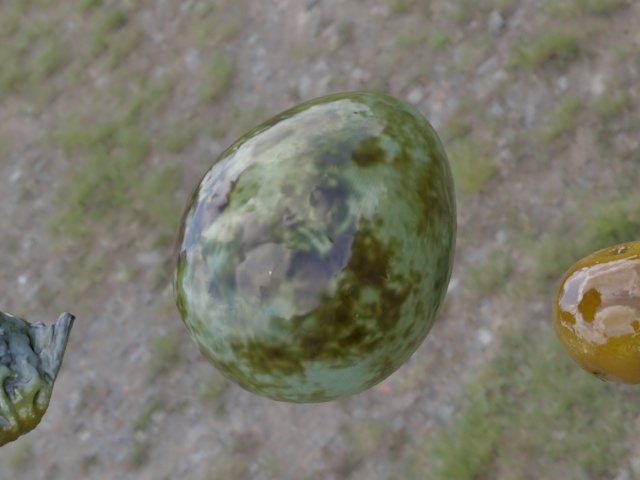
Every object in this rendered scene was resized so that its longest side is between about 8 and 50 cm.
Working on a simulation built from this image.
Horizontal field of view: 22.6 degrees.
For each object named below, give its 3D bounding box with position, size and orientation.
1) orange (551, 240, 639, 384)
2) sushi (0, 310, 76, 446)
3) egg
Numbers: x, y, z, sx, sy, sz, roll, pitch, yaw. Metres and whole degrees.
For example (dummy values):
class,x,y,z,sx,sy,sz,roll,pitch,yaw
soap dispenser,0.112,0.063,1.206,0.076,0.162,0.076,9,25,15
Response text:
class,x,y,z,sx,sy,sz,roll,pitch,yaw
orange,0.298,0.070,1.516,0.155,0.134,0.154,-16,1,0
sushi,-0.415,0.154,1.796,0.274,0.184,0.139,-13,-2,-27
egg,0.000,0.000,1.383,0.238,0.238,0.289,4,65,52
